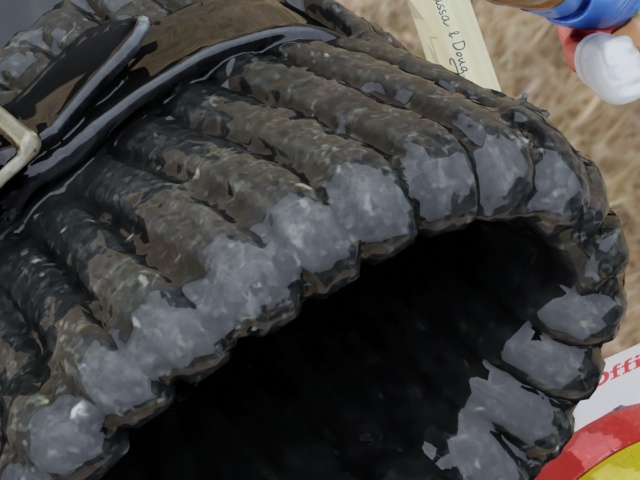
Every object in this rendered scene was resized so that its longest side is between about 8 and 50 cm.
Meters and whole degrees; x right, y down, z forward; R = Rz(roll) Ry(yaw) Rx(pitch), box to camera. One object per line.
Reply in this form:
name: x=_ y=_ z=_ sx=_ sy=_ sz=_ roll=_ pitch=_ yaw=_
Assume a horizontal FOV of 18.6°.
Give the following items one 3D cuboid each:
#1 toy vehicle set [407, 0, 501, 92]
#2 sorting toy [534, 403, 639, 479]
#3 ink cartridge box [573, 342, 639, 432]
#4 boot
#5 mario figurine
toy vehicle set: x=0.089 y=-0.095 z=1.203 sx=0.035 sy=0.166 sz=0.267 roll=-18 pitch=66 yaw=5
sorting toy: x=0.108 y=0.174 z=0.652 sx=0.255 sy=0.257 sz=0.089 roll=-48 pitch=46 yaw=9
ink cartridge box: x=0.272 y=0.165 z=1.348 sx=0.172 sy=0.237 sz=0.100 roll=-27 pitch=121 yaw=22
boot: x=-0.106 y=0.050 z=0.534 sx=0.348 sy=0.260 sz=0.131 roll=-48 pitch=133 yaw=7
mario figurine: x=0.234 y=-0.210 z=1.465 sx=0.170 sy=0.320 sz=0.198 roll=35 pitch=101 yaw=29
